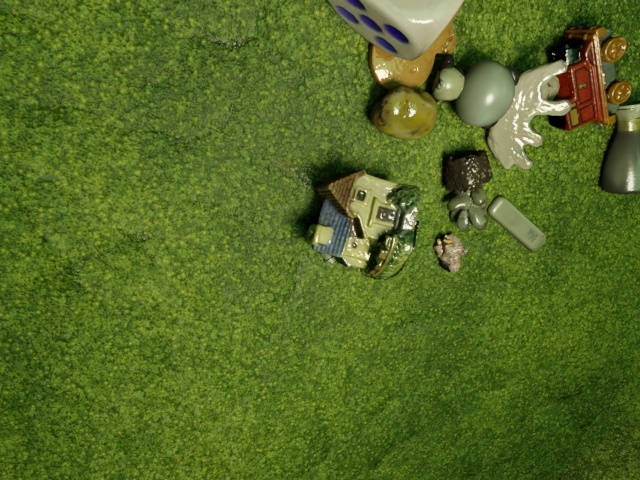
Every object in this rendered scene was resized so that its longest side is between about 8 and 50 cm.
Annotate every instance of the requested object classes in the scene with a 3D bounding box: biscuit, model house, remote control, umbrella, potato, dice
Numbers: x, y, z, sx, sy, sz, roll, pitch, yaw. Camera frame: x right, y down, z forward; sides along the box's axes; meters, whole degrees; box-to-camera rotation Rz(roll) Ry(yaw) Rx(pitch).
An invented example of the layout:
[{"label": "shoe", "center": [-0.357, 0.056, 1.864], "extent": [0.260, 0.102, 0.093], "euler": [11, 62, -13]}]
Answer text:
[{"label": "biscuit", "center": [0.279, -0.613, 1.330], "extent": [0.275, 0.052, 0.355], "euler": [28, 98, -25]}, {"label": "model house", "center": [0.115, -0.059, 1.351], "extent": [0.266, 0.261, 0.321], "euler": [15, 89, -20]}, {"label": "remote control", "center": [0.744, -0.058, 1.694], "extent": [0.309, 0.038, 0.090], "euler": [33, 98, -25]}, {"label": "umbrella", "center": [0.000, 0.000, 1.464], "extent": [0.050, 0.046, 0.188], "euler": [-9, 121, 34]}, {"label": "potato", "center": [0.253, -0.380, 1.352], "extent": [0.200, 0.154, 0.137], "euler": [5, 86, -28]}, {"label": "dice", "center": [0.194, -0.653, 1.114], "extent": [0.304, 0.304, 0.277], "euler": [31, 98, -9]}]

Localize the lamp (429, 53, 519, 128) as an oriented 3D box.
[{"label": "lamp", "center": [0.464, -0.454, 1.371], "extent": [0.243, 0.198, 0.198], "euler": [17, 104, 0]}]

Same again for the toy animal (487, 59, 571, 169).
[{"label": "toy animal", "center": [0.675, -0.409, 1.488], "extent": [0.266, 0.188, 0.308], "euler": [-17, 113, 20]}]

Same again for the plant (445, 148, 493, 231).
[{"label": "plant", "center": [0.497, -0.164, 1.513], "extent": [0.149, 0.146, 0.275], "euler": [-16, 114, -15]}]

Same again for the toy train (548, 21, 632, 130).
[{"label": "toy train", "center": [0.878, -0.523, 1.506], "extent": [0.231, 0.163, 0.369], "euler": [-25, 116, 1]}]

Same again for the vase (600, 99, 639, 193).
[{"label": "vase", "center": [1.139, -0.344, 1.658], "extent": [0.173, 0.173, 0.321], "euler": [-12, 107, -14]}]

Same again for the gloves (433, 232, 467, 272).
[{"label": "gloves", "center": [0.469, 0.042, 1.610], "extent": [0.094, 0.110, 0.144], "euler": [-20, 143, -19]}]
